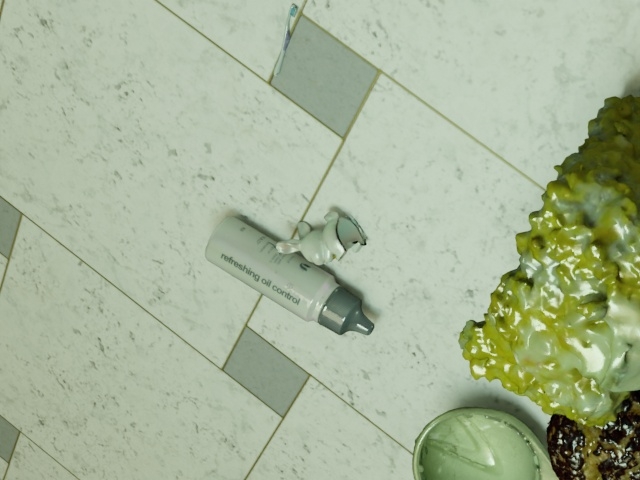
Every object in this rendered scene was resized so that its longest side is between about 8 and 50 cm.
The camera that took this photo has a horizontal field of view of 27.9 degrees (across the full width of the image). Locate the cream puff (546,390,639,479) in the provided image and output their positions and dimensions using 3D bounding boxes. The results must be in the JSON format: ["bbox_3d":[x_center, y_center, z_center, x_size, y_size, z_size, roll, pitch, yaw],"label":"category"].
[{"bbox_3d":[0.450,0.310,1.911,0.239,0.165,0.239,17,127,24],"label":"cream puff"}]

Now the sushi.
[{"bbox_3d":[0.362,0.039,1.640,0.240,0.351,0.396,31,132,14],"label":"sushi"}]

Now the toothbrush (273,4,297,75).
[{"bbox_3d":[-0.054,-0.300,1.942,0.013,0.011,0.131,48,141,27],"label":"toothbrush"}]

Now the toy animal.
[{"bbox_3d":[0.004,0.005,2.080,0.124,0.071,0.085,-26,104,44],"label":"toy animal"}]

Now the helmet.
[{"bbox_3d":[0.264,0.364,2.110,0.257,0.137,0.204,42,98,-8],"label":"helmet"}]

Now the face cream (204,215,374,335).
[{"bbox_3d":[-0.044,0.071,2.151,0.311,0.092,0.092,31,134,13],"label":"face cream"}]
